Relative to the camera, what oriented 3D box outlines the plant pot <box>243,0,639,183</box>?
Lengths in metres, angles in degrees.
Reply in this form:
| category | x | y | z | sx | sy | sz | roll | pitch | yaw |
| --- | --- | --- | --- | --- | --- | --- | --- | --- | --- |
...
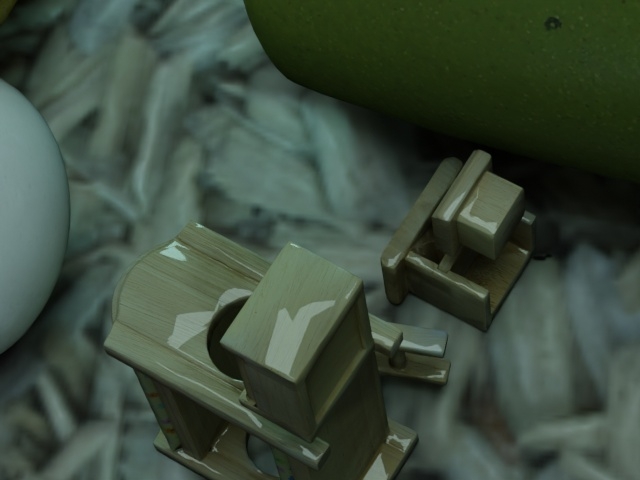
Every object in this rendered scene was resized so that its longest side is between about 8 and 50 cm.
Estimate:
| category | x | y | z | sx | sy | sz | roll | pitch | yaw |
| --- | --- | --- | --- | --- | --- | --- | --- | --- | --- |
| plant pot | 0.125 | -0.132 | 0.763 | 0.293 | 0.275 | 0.274 | -2 | 62 | 23 |

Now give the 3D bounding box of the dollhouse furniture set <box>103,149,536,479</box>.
| category | x | y | z | sx | sy | sz | roll | pitch | yaw |
| --- | --- | --- | --- | --- | --- | --- | --- | --- | --- |
| dollhouse furniture set | 0.000 | 0.000 | 0.728 | 0.101 | 0.182 | 0.161 | 27 | 69 | 18 |

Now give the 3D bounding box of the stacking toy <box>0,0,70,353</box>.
| category | x | y | z | sx | sy | sz | roll | pitch | yaw |
| --- | --- | --- | --- | --- | --- | --- | --- | --- | --- |
| stacking toy | -0.231 | -0.168 | 0.816 | 0.351 | 0.350 | 0.480 | -19 | 81 | -4 |
